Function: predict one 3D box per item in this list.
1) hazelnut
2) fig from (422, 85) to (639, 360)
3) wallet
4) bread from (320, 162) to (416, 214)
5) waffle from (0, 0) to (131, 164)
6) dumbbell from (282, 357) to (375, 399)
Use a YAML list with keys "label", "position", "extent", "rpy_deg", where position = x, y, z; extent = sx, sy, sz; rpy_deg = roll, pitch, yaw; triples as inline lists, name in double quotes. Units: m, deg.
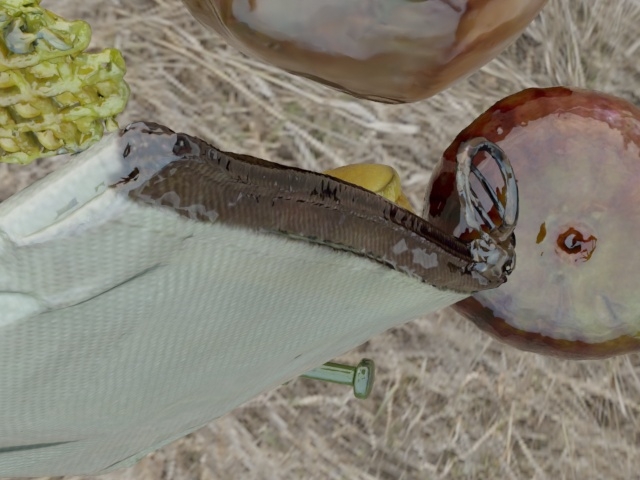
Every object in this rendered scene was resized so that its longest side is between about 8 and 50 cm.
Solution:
- label: "hazelnut"
  position: [0.051, -0.275, 1.001]
  extent: [0.372, 0.372, 0.315]
  rpy_deg: [-30, 99, 12]
- label: "fig"
  position: [0.123, -0.011, 0.738]
  extent: [0.149, 0.202, 0.148]
  rpy_deg: [12, 87, -28]
- label: "wallet"
  position: [-0.071, 0.033, 0.543]
  extent: [0.275, 0.335, 0.068]
  rpy_deg: [-31, 72, 21]
- label: "bread"
  position: [0.000, 0.000, 1.669]
  extent: [0.269, 0.195, 0.143]
  rpy_deg: [-16, 110, 11]
- label: "waffle"
  position: [-0.311, -0.137, 1.111]
  extent: [0.280, 0.262, 0.060]
  rpy_deg: [17, 56, -22]
- label: "dumbbell"
  position: [0.005, 0.153, 1.520]
  extent: [0.118, 0.052, 0.046]
  rpy_deg: [9, 108, 10]
